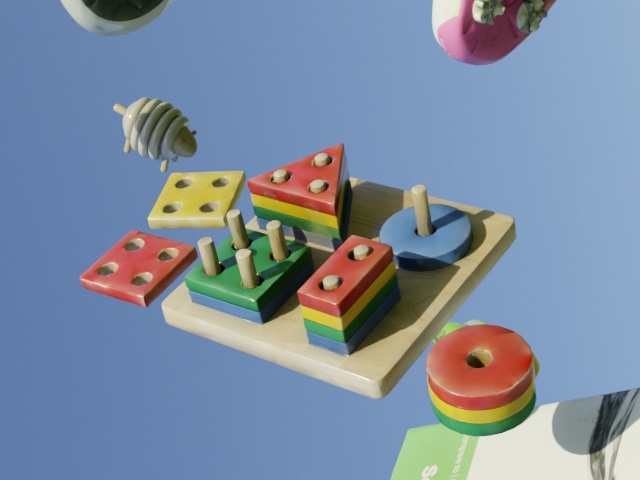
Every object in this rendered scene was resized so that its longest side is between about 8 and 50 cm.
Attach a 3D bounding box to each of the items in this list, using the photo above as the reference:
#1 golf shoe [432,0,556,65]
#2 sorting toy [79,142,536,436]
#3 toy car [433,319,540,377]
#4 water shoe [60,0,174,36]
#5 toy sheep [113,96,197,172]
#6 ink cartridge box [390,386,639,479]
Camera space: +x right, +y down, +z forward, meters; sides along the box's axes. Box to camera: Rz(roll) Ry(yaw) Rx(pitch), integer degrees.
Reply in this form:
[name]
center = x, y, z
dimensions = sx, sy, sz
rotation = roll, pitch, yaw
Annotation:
[golf shoe]
center = 0.131, -0.280, 0.845
dimensions = 0.115, 0.140, 0.306
rotation = 14, -85, -44
[sorting toy]
center = 0.000, 0.000, 0.579
dimensions = 0.132, 0.274, 0.046
rotation = -44, -44, -37
[toy car]
center = 0.200, 0.140, 1.219
dimensions = 0.225, 0.053, 0.239
rotation = 37, -171, -36
[water shoe]
center = -0.101, -0.182, 0.462
dimensions = 0.073, 0.080, 0.203
rotation = -15, -80, -29
[toy sheep]
center = -0.225, -0.150, 1.573
dimensions = 0.132, 0.091, 0.091
rotation = 25, -140, 7
[ink cartridge box]
center = 0.160, 0.157, 0.559
dimensions = 0.160, 0.219, 0.093
rotation = 54, -140, -24
